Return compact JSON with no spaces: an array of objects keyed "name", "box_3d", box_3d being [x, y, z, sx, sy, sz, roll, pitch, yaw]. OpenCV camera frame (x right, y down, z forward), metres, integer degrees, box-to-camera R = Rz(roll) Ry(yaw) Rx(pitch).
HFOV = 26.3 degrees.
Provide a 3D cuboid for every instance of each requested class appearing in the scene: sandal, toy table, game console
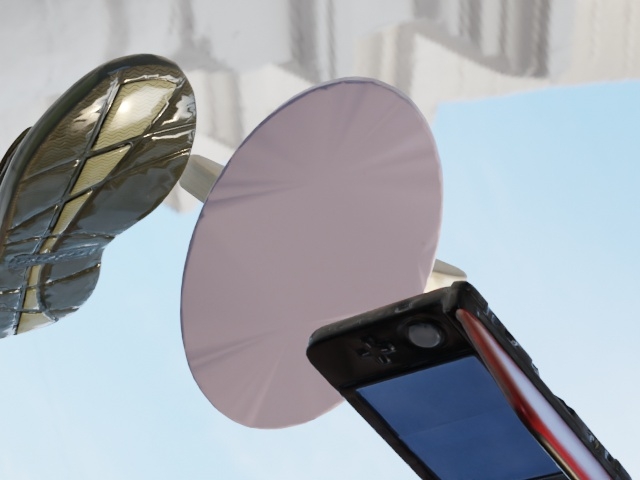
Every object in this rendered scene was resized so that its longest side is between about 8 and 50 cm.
[{"name":"sandal","box_3d":[-0.189,-0.032,0.960,0.303,0.120,0.086,-48,-124,44]},{"name":"toy table","box_3d":[0.000,0.000,1.074,0.252,0.161,0.274,34,-77,-3]},{"name":"game console","box_3d":[0.071,0.095,0.557,0.124,0.085,0.144,-20,-55,33]}]
